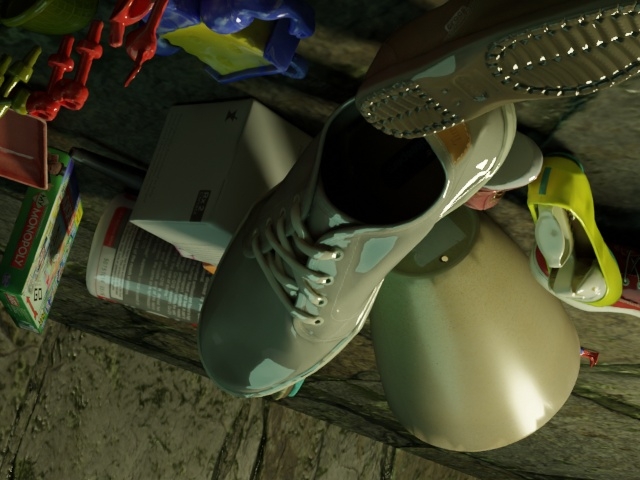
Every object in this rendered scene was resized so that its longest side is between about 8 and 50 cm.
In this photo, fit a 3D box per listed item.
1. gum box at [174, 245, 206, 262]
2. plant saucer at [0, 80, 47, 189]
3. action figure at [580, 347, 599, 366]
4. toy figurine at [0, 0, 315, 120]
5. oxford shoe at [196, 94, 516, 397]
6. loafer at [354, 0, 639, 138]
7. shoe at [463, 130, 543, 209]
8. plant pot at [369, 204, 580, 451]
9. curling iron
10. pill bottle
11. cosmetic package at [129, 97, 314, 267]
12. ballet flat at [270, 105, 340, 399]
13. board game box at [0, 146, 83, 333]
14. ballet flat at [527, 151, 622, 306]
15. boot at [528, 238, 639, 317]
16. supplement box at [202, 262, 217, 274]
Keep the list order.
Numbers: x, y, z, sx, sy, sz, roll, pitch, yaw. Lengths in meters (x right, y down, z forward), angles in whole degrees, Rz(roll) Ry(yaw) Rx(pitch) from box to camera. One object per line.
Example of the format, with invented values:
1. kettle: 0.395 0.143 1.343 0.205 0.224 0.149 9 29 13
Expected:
1. gum box: -0.150 -0.045 1.673 0.062 0.107 0.188 14 165 10
2. plant saucer: -0.467 -0.165 1.680 0.259 0.048 0.258 19 160 -5
3. action figure: 0.370 0.170 2.031 0.115 0.030 0.038 19 170 1
4. toy figurine: -0.119 -0.161 1.103 0.217 0.191 0.362 21 166 -32
5. oxford shoe: 0.000 0.000 1.229 0.169 0.130 0.449 51 126 10
6. loafer: 0.142 -0.159 0.998 0.268 0.092 0.102 -14 147 33
7. shoe: 0.173 -0.071 1.327 0.081 0.063 0.178 27 168 -36
8. plant pot: 0.161 0.072 1.568 0.256 0.256 0.274 9 146 28
9. curling iron: -0.212 -0.075 1.777 0.274 0.035 0.068 23 160 -25
10. pill bottle: -0.182 0.042 1.912 0.283 0.161 0.161 16 165 5
11. cosmetic package: -0.085 -0.053 1.492 0.151 0.151 0.183 1 157 47
12. ballet flat: -0.012 0.008 1.375 0.123 0.348 0.123 23 -156 -11
13. board game box: -0.414 0.008 1.947 0.046 0.213 0.317 18 165 -2
14. ballet flat: 0.256 0.011 1.352 0.077 0.077 0.231 2 138 28
15. boot: 0.365 0.028 1.440 0.244 0.088 0.176 18 158 -7
16. supplement box: -0.036 0.010 1.746 0.233 0.080 0.078 -4 157 26
